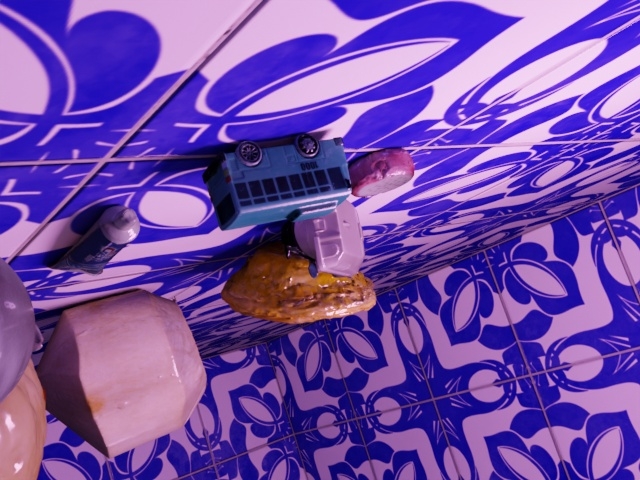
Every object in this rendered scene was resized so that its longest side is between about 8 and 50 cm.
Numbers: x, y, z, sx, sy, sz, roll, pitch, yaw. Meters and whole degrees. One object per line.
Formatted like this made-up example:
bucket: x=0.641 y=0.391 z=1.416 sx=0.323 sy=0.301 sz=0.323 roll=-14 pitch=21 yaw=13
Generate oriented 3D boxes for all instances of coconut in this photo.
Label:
coconut: x=-0.385 y=0.250 z=1.385 sx=0.323 sy=0.322 sz=0.323 roll=-18 pitch=170 yaw=-3

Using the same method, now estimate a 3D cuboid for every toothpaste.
toothpaste: x=-0.291 y=0.007 z=0.949 sx=0.069 sy=0.047 sz=0.268 roll=-26 pitch=180 yaw=-36

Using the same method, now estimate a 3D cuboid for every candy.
candy: x=0.086 y=-0.096 z=1.048 sx=0.103 sy=0.043 sz=0.103 roll=-17 pitch=170 yaw=-3

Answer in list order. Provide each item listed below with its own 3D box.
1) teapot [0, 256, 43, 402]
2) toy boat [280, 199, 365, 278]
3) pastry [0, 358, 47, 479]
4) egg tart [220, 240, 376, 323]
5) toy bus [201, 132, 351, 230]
teapot: x=-0.441 y=0.086 z=0.711 sx=0.315 sy=0.233 sz=0.312 roll=11 pitch=173 yaw=-2
toy boat: x=0.005 y=-0.002 z=1.167 sx=0.141 sy=0.140 sz=0.269 roll=-18 pitch=172 yaw=-2
pastry: x=-0.547 y=0.271 z=0.952 sx=0.389 sy=0.312 sz=0.388 roll=-9 pitch=-150 yaw=5
egg tart: x=-0.039 y=0.068 z=1.343 sx=0.294 sy=0.123 sz=0.294 roll=0 pitch=-173 yaw=0
toy bus: x=-0.045 y=-0.066 z=0.847 sx=0.160 sy=0.091 sz=0.079 roll=-13 pitch=170 yaw=-29
